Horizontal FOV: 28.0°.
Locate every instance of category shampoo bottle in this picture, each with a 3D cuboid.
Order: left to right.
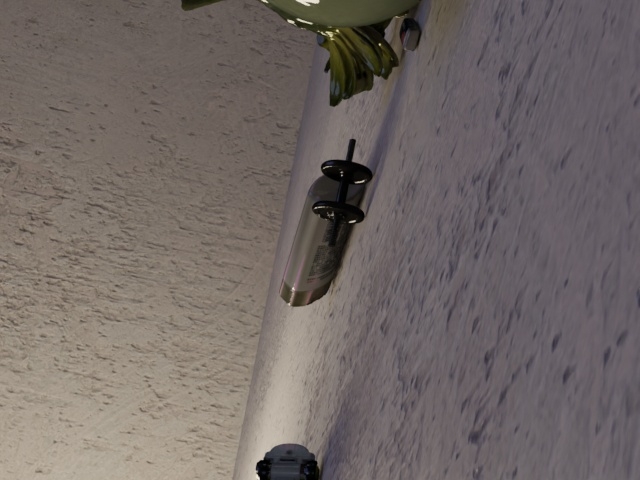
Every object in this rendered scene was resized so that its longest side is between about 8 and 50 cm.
[{"bbox_3d":[0.000,0.000,1.781,0.086,0.056,0.227,-27,-29,-32],"label":"shampoo bottle"}]

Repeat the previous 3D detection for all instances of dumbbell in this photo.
[{"bbox_3d":[0.029,-0.062,1.645,0.069,0.069,0.147,118,163,-73],"label":"dumbbell"}]

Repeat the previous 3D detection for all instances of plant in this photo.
[{"bbox_3d":[-0.001,-0.349,1.690,0.306,0.297,0.261,90,-158,-53],"label":"plant"}]

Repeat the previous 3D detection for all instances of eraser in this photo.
[{"bbox_3d":[0.105,-0.247,1.529,0.099,0.019,0.027,-93,16,-70],"label":"eraser"}]

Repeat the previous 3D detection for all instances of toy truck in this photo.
[{"bbox_3d":[-0.037,0.298,1.511,0.077,0.076,0.111,78,-164,-47],"label":"toy truck"}]

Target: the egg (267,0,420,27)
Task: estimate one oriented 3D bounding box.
[{"bbox_3d":[0.022,-0.345,1.312,0.352,0.258,0.258,-58,-18,-79],"label":"egg"}]

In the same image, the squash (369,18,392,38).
[{"bbox_3d":[0.088,-0.392,1.847,0.066,0.066,0.252,111,169,-62],"label":"squash"}]
